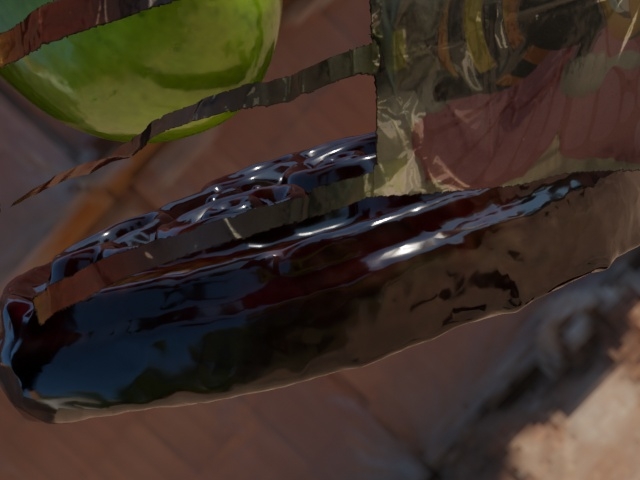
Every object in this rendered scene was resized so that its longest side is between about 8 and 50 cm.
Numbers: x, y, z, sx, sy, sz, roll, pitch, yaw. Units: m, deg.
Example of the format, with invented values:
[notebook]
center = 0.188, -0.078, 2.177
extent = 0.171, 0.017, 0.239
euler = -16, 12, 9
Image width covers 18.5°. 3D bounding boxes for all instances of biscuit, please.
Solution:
[biscuit]
center = 0.000, 0.000, 1.148
extent = 0.407, 0.091, 0.407
euler = -16, 7, 2

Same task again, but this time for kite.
[kite]
center = 0.036, -0.083, 0.804
extent = 0.360, 0.204, 0.022
euler = -18, 35, -25

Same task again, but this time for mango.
[mango]
center = -0.106, -0.166, 0.854
extent = 0.149, 0.273, 0.185
euler = 2, -17, -38
